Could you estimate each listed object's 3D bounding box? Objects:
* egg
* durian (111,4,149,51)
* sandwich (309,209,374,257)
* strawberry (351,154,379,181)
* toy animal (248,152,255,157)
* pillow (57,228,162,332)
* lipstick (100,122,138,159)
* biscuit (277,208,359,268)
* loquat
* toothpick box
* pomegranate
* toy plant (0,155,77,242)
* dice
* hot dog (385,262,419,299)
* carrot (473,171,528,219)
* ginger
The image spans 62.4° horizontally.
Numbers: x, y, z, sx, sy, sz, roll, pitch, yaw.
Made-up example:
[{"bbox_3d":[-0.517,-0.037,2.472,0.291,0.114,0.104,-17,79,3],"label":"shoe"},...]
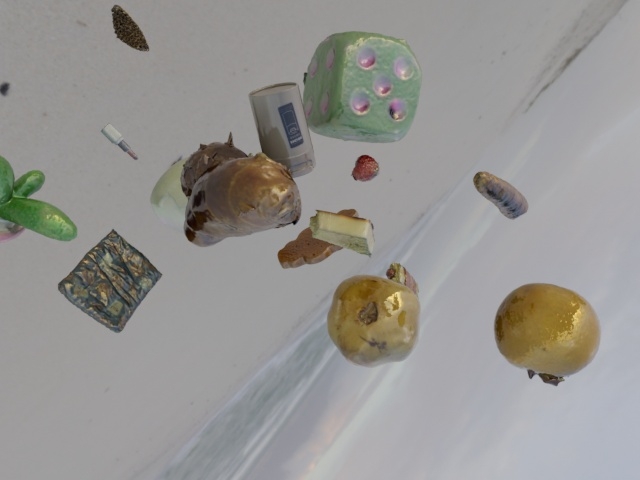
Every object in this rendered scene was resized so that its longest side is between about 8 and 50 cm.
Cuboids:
[{"bbox_3d":[-0.367,-0.138,1.685,0.336,0.278,0.278,-13,155,-19],"label":"egg"},{"bbox_3d":[-0.408,-0.461,1.132,0.052,0.130,0.066,-40,176,30],"label":"durian"},{"bbox_3d":[0.048,-0.019,1.296,0.193,0.163,0.058,56,47,-72],"label":"sandwich"},{"bbox_3d":[0.163,-0.251,1.855,0.106,0.106,0.106,-52,171,-12],"label":"strawberry"},{"bbox_3d":[-0.188,-0.202,1.489,0.069,0.086,0.220,-55,-148,9],"label":"toy animal"},{"bbox_3d":[-0.528,0.100,1.352,0.034,0.189,0.255,-32,-159,32],"label":"pillow"},{"bbox_3d":[-0.490,-0.238,1.301,0.025,0.107,0.025,-10,-142,50],"label":"lipstick"},{"bbox_3d":[0.001,0.003,1.681,0.295,0.044,0.186,-26,-149,4],"label":"biscuit"},{"bbox_3d":[0.606,0.249,1.419,0.275,0.275,0.275,-52,171,-12],"label":"loquat"},{"bbox_3d":[-0.079,-0.231,1.119,0.111,0.111,0.180,-44,130,-47],"label":"toothpick box"},{"bbox_3d":[0.184,0.269,1.799,0.332,0.333,0.332,-52,171,-12],"label":"pomegranate"},{"bbox_3d":[-0.915,-0.086,1.536,0.356,0.317,0.210,-21,-148,24],"label":"toy plant"},{"bbox_3d":[0.137,-0.515,1.815,0.322,0.319,0.330,-167,-97,-66],"label":"dice"},{"bbox_3d":[0.338,0.189,2.208,0.103,0.213,0.146,-20,-144,27],"label":"hot dog"},{"bbox_3d":[0.402,-0.106,1.190,0.314,0.066,0.066,17,111,-54],"label":"carrot"},{"bbox_3d":[-0.186,-0.118,1.121,0.418,0.176,0.254,-5,-98,57],"label":"ginger"}]
